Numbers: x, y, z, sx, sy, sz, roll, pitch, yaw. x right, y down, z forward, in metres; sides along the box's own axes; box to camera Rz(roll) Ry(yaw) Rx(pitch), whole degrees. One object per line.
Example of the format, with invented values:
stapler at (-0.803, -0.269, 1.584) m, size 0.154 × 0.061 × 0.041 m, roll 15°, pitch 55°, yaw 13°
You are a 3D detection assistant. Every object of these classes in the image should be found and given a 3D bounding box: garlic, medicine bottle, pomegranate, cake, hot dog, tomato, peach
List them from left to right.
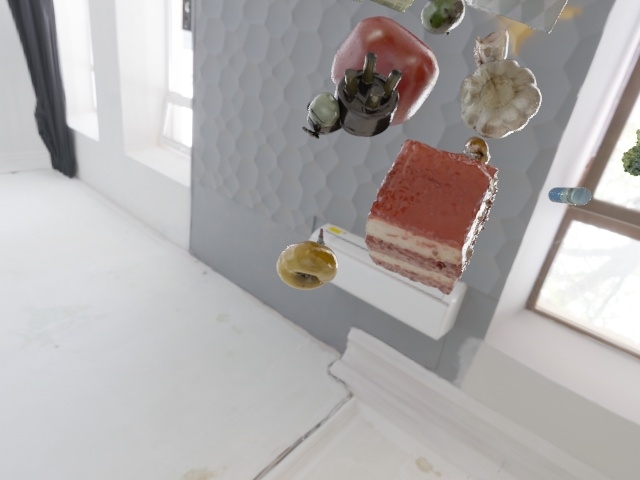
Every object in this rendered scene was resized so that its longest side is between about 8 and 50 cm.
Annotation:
peach at (-0.036, 0.073, 1.180) m, size 0.179 × 0.179 × 0.103 m, roll 6°, pitch -123°, yaw -8°
tomato at (0.206, -0.537, 1.324) m, size 0.325 × 0.293 × 0.290 m, roll 42°, pitch -148°, yaw -12°
cake at (0.281, -0.055, 1.074) m, size 0.269 × 0.320 × 0.270 m, roll 22°, pitch -108°, yaw 21°
pomegranate at (0.397, -0.770, 1.363) m, size 0.148 × 0.169 × 0.148 m, roll -17°, pitch 178°, yaw -1°
hot dog at (0.461, -0.266, 1.233) m, size 0.060 × 0.090 × 0.140 m, roll -22°, pitch -157°, yaw 15°
garlic at (0.537, -0.574, 1.285) m, size 0.099 × 0.174 × 0.124 m, roll -6°, pitch -119°, yaw 13°
garlic at (0.503, -0.384, 1.173) m, size 0.218 × 0.219 × 0.212 m, roll 22°, pitch -175°, yaw 26°
medicine bottle at (0.730, -0.133, 1.216) m, size 0.051 × 0.051 × 0.191 m, roll 14°, pitch -171°, yaw 9°

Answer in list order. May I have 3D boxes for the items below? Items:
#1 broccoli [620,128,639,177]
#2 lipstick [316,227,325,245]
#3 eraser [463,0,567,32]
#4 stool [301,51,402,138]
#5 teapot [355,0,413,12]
broccoli at (0.894, -0.219, 0.987) m, size 0.247 × 0.263 × 0.243 m, roll 44°, pitch -127°, yaw -5°
lipstick at (0.000, 0.000, 1.336) m, size 0.025 × 0.107 × 0.025 m, roll 33°, pitch -129°, yaw 26°
eraser at (0.457, -0.650, 0.804) m, size 0.213 × 0.397 × 0.082 m, roll 28°, pitch -138°, yaw 13°
stool at (0.062, -0.267, 0.789) m, size 0.217 × 0.121 × 0.125 m, roll -17°, pitch -111°, yaw -12°
teapot at (0.134, -0.642, 1.044) m, size 0.200 × 0.077 × 0.107 m, roll 3°, pitch 167°, yaw -30°
